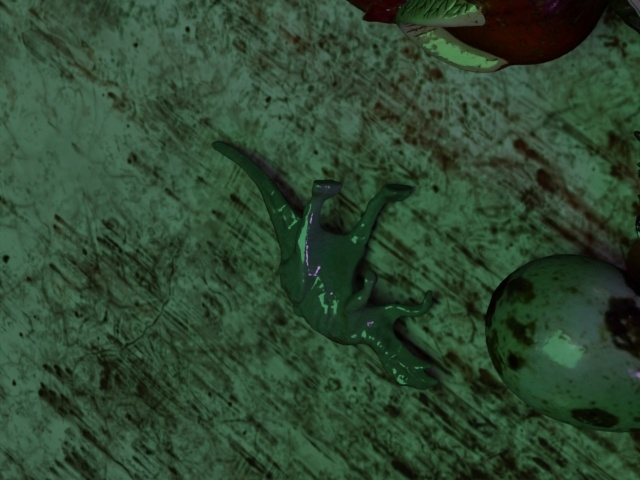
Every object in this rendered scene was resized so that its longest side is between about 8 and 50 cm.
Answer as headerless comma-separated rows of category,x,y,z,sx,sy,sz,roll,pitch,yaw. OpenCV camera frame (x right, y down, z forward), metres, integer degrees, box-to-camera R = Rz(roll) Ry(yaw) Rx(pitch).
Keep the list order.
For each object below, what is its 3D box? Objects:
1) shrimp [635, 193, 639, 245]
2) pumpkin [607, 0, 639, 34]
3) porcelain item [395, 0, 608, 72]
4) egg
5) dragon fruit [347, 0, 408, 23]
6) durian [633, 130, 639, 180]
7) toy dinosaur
shrimp,0.376,0.027,1.636,0.091,0.043,0.184,-41,85,25
pumpkin,0.323,-0.291,1.436,0.189,0.260,0.260,-9,97,49
porcelain item,0.163,-0.287,1.568,0.253,0.253,0.253,8,106,31
egg,0.276,0.109,1.640,0.231,0.169,0.169,31,117,14
dragon fruit,0.071,-0.296,1.705,0.136,0.133,0.166,-42,76,-11
durian,0.362,-0.055,1.598,0.110,0.071,0.140,-42,68,-7
toy dinosaur,0.000,0.000,1.845,0.393,0.092,0.205,33,122,20
